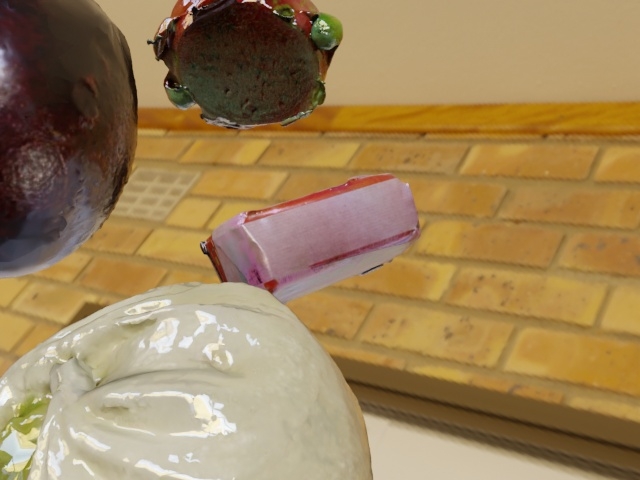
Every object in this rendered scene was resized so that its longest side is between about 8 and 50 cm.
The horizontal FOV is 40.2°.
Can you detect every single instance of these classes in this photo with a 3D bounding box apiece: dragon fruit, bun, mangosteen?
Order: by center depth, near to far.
[{"bbox_3d":[-0.096,0.122,0.423,0.160,0.259,0.259,44,-31,-14],"label":"bun"},{"bbox_3d":[-0.309,-0.119,0.785,0.297,0.297,0.293,3,-29,42],"label":"mangosteen"},{"bbox_3d":[-0.100,-0.280,1.293,0.295,0.130,0.268,-10,-58,17],"label":"dragon fruit"}]

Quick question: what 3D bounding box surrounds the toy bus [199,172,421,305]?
[{"bbox_3d":[0.000,0.000,1.177,0.147,0.303,0.127,-36,-105,57],"label":"toy bus"}]
